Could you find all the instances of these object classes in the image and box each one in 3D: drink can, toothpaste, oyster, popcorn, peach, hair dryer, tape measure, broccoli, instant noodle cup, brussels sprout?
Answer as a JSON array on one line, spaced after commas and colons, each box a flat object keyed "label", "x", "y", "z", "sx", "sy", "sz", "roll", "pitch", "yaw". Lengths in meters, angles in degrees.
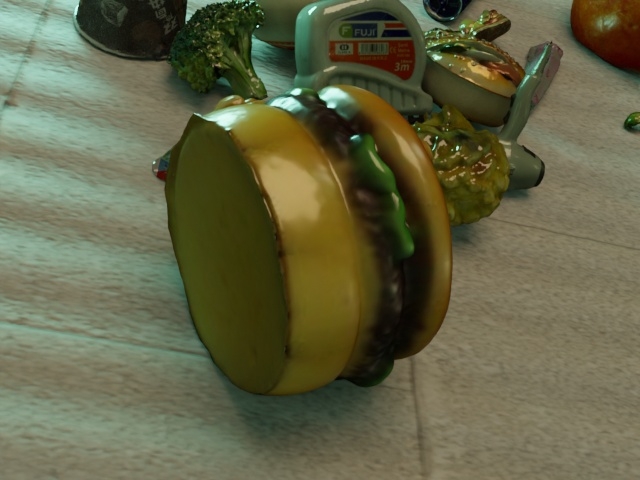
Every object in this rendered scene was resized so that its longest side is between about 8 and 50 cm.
[{"label": "drink can", "x": 0.318, "y": -0.588, "z": 2.119, "sx": 0.097, "sy": 0.097, "sz": 0.235, "roll": 30, "pitch": 42, "yaw": 9}, {"label": "toothpaste", "x": -0.202, "y": -0.160, "z": 1.500, "sx": 0.070, "sy": 0.044, "sz": 0.193, "roll": 29, "pitch": 42, "yaw": 7}, {"label": "oyster", "x": 0.265, "y": -0.423, "z": 1.962, "sx": 0.177, "sy": 0.056, "sz": 0.105, "roll": 13, "pitch": 35, "yaw": -2}, {"label": "popcorn", "x": 0.202, "y": -0.113, "z": 1.522, "sx": 0.218, "sy": 0.169, "sz": 0.189, "roll": -5, "pitch": 39, "yaw": -3}, {"label": "peach", "x": 0.747, "y": -0.558, "z": 2.113, "sx": 0.242, "sy": 0.380, "sz": 0.306, "roll": -35, "pitch": 92, "yaw": -44}, {"label": "hair dryer", "x": 0.289, "y": -0.217, "z": 1.624, "sx": 0.229, "sy": 0.267, "sz": 0.092, "roll": -3, "pitch": 19, "yaw": -6}, {"label": "tape measure", "x": 0.073, "y": -0.323, "z": 1.662, "sx": 0.243, "sy": 0.246, "sz": 0.125, "roll": -6, "pitch": 11, "yaw": -24}, {"label": "broccoli", "x": -0.162, "y": -0.322, "z": 1.618, "sx": 0.194, "sy": 0.194, "sz": 0.219, "roll": 27, "pitch": 19, "yaw": 6}, {"label": "instant noodle cup", "x": -0.326, "y": -0.469, "z": 1.652, "sx": 0.217, "sy": 0.207, "sz": 0.217, "roll": 11, "pitch": 41, "yaw": -10}, {"label": "brussels sprout", "x": 0.690, "y": -0.251, "z": 1.954, "sx": 0.083, "sy": 0.046, "sz": 0.051, "roll": 14, "pitch": 84, "yaw": -8}]

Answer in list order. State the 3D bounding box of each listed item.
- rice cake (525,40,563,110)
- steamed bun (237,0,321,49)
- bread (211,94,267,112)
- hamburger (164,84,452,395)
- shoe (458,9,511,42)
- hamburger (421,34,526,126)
[{"label": "rice cake", "x": 0.459, "y": -0.357, "z": 1.969, "sx": 0.081, "sy": 0.051, "sz": 0.290, "roll": 29, "pitch": 42, "yaw": 8}, {"label": "steamed bun", "x": -0.046, "y": -0.437, "z": 1.762, "sx": 0.232, "sy": 0.145, "sz": 0.232, "roll": -4, "pitch": 15, "yaw": 1}, {"label": "bread", "x": -0.037, "y": -0.113, "z": 1.431, "sx": 0.311, "sy": 0.173, "sz": 0.121, "roll": 25, "pitch": 77, "yaw": 2}, {"label": "hamburger", "x": 0.000, "y": 0.000, "z": 1.166, "sx": 0.277, "sy": 0.395, "sz": 0.395, "roll": -14, "pitch": 53, "yaw": -27}, {"label": "shoe", "x": 0.361, "y": -0.468, "z": 2.032, "sx": 0.109, "sy": 0.072, "sz": 0.069, "roll": -33, "pitch": 49, "yaw": 7}, {"label": "hamburger", "x": 0.289, "y": -0.301, "z": 1.737, "sx": 0.237, "sy": 0.147, "sz": 0.237, "roll": 24, "pitch": 10, "yaw": -5}]
